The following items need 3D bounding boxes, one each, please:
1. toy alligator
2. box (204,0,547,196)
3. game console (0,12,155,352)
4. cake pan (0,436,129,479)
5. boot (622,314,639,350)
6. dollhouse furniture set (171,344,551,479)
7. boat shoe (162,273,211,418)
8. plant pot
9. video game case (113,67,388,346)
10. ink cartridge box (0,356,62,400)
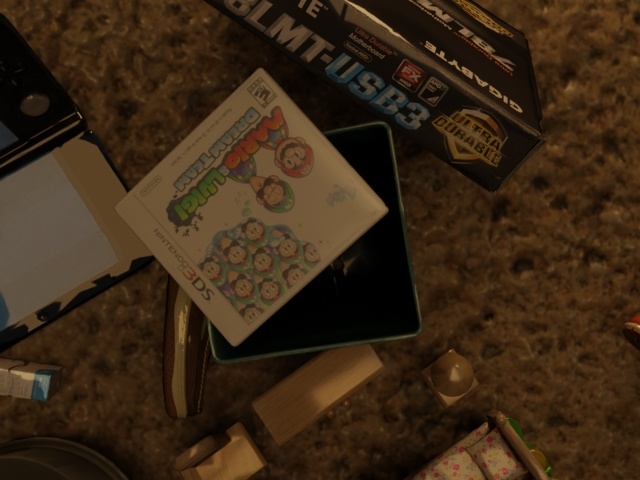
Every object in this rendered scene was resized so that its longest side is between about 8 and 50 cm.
[{"bbox_3d":[0.242,0.281,0.774,0.051,0.056,0.189,-36,94,-5],"label":"toy alligator"},{"bbox_3d":[0.061,-0.203,0.641,0.295,0.293,0.073,32,120,-6],"label":"box"},{"bbox_3d":[-0.343,-0.023,0.653,0.293,0.250,0.173,-32,67,-6],"label":"game console"},{"bbox_3d":[-0.292,0.333,0.652,0.293,0.054,0.293,-4,71,11],"label":"cake pan"},{"bbox_3d":[0.418,0.103,0.797,0.158,0.059,0.084,22,85,-15],"label":"boot"},{"bbox_3d":[0.075,0.275,0.652,0.303,0.174,0.355,-34,78,-4],"label":"dollhouse furniture set"},{"bbox_3d":[-0.109,0.053,0.715,0.095,0.095,0.257,4,90,-13],"label":"boat shoe"},{"bbox_3d":[0.000,0.000,0.647,0.165,0.234,0.165,-9,90,8],"label":"plant pot"},{"bbox_3d":[-0.054,-0.024,0.525,0.157,0.019,0.143,-42,87,7],"label":"video game case"},{"bbox_3d":[-0.313,0.139,0.712,0.083,0.048,0.028,10,89,-7],"label":"ink cartridge box"}]
